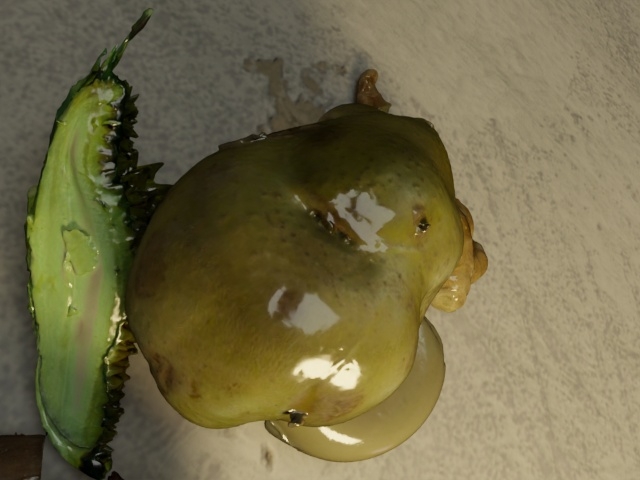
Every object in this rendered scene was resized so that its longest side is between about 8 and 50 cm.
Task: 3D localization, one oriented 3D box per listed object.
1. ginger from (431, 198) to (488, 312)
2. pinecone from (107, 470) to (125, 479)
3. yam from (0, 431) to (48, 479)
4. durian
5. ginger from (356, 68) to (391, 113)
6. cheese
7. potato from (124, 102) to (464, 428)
[{"bbox_3d":[0.099,-0.024,0.728,0.216,0.102,0.157,50,53,-5],"label":"ginger"},{"bbox_3d":[-0.113,0.276,0.447,0.221,0.221,0.221,9,69,-26],"label":"pinecone"},{"bbox_3d":[-0.263,0.178,0.472,0.127,0.084,0.084,8,70,-28],"label":"yam"},{"bbox_3d":[-0.176,0.004,0.548,0.132,0.106,0.375,4,95,-5],"label":"durian"},{"bbox_3d":[0.063,-0.161,0.795,0.048,0.030,0.097,23,66,-20],"label":"ginger"},{"bbox_3d":[0.029,0.125,0.647,0.202,0.091,0.175,-39,93,-32],"label":"cheese"},{"bbox_3d":[0.002,0.003,0.544,0.218,0.202,0.351,24,51,16],"label":"potato"}]
